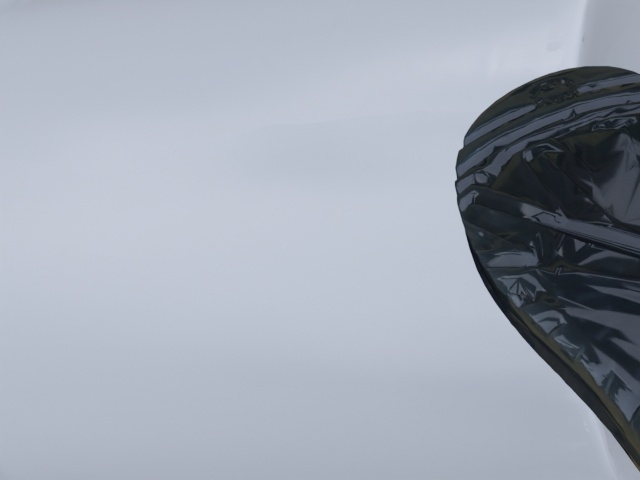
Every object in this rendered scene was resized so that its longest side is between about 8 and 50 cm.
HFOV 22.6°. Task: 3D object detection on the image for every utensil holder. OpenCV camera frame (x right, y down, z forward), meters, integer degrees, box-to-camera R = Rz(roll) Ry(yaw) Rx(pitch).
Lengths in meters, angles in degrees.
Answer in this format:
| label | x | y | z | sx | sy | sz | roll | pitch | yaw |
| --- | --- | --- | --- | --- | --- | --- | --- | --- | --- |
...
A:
| label | x | y | z | sx | sy | sz | roll | pitch | yaw |
| --- | --- | --- | --- | --- | --- | --- | --- | --- | --- |
| utensil holder | 0.000 | 0.000 | 0.905 | 0.385 | 0.327 | 0.328 | -3 | 77 | 25 |

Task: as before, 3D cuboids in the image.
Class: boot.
| label | x | y | z | sx | sy | sz | roll | pitch | yaw |
| --- | --- | --- | --- | --- | --- | --- | --- | --- | --- |
| boot | 0.134 | 0.082 | 0.570 | 0.094 | 0.207 | 0.246 | -24 | 45 | -4 |
